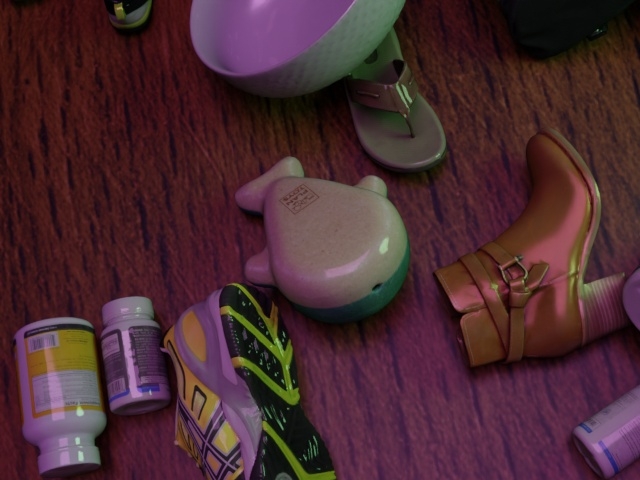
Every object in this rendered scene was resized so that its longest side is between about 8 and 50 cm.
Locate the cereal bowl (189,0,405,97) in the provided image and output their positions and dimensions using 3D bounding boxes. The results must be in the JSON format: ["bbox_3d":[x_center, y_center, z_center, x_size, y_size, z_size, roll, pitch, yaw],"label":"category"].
[{"bbox_3d":[-0.009,-0.333,1.388,0.339,0.141,0.339,-20,56,32],"label":"cereal bowl"}]

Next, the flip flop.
[{"bbox_3d":[0.086,-0.213,1.396,0.112,0.080,0.277,-17,69,1],"label":"flip flop"}]

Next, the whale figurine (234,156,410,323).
[{"bbox_3d":[0.000,0.000,1.320,0.216,0.141,0.272,-37,46,-12],"label":"whale figurine"}]

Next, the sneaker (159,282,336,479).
[{"bbox_3d":[-0.088,0.251,1.241,0.147,0.145,0.385,-25,68,31],"label":"sneaker"}]

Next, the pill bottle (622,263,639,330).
[{"bbox_3d":[0.457,0.025,1.220,0.117,0.117,0.208,37,58,18],"label":"pill bottle"}]

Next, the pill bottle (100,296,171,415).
[{"bbox_3d":[-0.236,0.145,1.308,0.078,0.078,0.137,-13,69,3],"label":"pill bottle"}]

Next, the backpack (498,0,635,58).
[{"bbox_3d":[0.312,-0.478,1.375,0.290,0.273,0.356,-33,45,38],"label":"backpack"}]

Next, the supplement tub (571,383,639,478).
[{"bbox_3d":[0.355,0.222,1.207,0.107,0.071,0.071,-32,69,-5],"label":"supplement tub"}]

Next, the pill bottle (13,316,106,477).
[{"bbox_3d":[-0.322,0.196,1.287,0.103,0.103,0.184,-13,69,2],"label":"pill bottle"}]

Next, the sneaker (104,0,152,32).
[{"bbox_3d":[-0.283,-0.417,1.510,0.084,0.097,0.235,-10,69,3],"label":"sneaker"}]

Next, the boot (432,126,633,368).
[{"bbox_3d":[0.242,0.011,1.285,0.220,0.109,0.283,-16,80,-2],"label":"boot"}]
